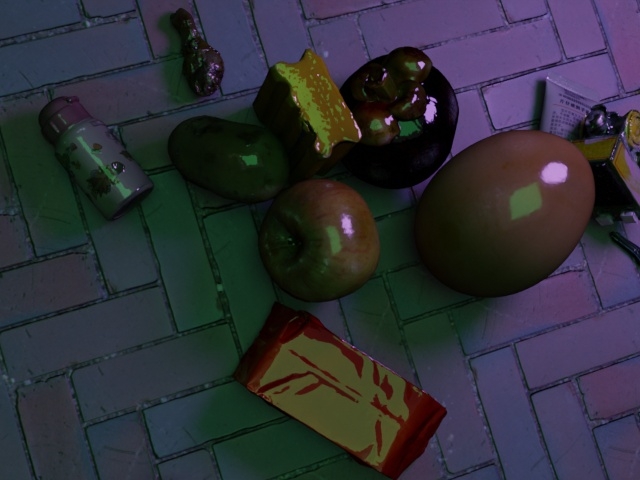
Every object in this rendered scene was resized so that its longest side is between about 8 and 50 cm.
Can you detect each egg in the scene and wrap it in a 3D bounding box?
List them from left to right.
[{"bbox_3d":[0.360,-0.052,1.717,0.374,0.301,0.301,-38,90,29],"label":"egg"}]

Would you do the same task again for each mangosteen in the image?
[{"bbox_3d":[0.140,-0.251,1.723,0.275,0.302,0.275,-5,70,13],"label":"mangosteen"}]

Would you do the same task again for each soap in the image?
[{"bbox_3d":[-0.033,-0.227,1.680,0.096,0.324,0.204,-27,90,-13],"label":"soap"}]

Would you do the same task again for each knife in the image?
[{"bbox_3d":[0.686,0.021,1.929,0.121,0.018,0.031,37,76,-2],"label":"knife"}]

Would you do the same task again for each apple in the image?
[{"bbox_3d":[0.000,0.000,1.687,0.194,0.261,0.261,-3,81,-46],"label":"apple"}]

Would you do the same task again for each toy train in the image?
[{"bbox_3d":[0.623,-0.160,1.841,0.261,0.134,0.177,46,59,-33],"label":"toy train"}]

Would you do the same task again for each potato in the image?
[{"bbox_3d":[-0.186,-0.159,1.701,0.262,0.165,0.165,14,79,20],"label":"potato"}]

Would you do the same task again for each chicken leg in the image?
[{"bbox_3d":[-0.255,-0.390,1.800,0.085,0.069,0.198,-26,80,11],"label":"chicken leg"}]

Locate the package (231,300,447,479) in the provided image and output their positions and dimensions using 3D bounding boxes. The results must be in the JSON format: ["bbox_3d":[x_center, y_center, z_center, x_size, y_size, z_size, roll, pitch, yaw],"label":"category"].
[{"bbox_3d":[0.043,0.303,1.726,0.423,0.123,0.196,34,80,-3],"label":"package"}]

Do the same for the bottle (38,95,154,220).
[{"bbox_3d":[-0.447,-0.167,1.705,0.120,0.120,0.253,-40,89,-12],"label":"bottle"}]

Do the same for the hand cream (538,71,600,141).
[{"bbox_3d":[0.518,-0.212,1.896,0.139,0.089,0.314,23,76,-13],"label":"hand cream"}]
